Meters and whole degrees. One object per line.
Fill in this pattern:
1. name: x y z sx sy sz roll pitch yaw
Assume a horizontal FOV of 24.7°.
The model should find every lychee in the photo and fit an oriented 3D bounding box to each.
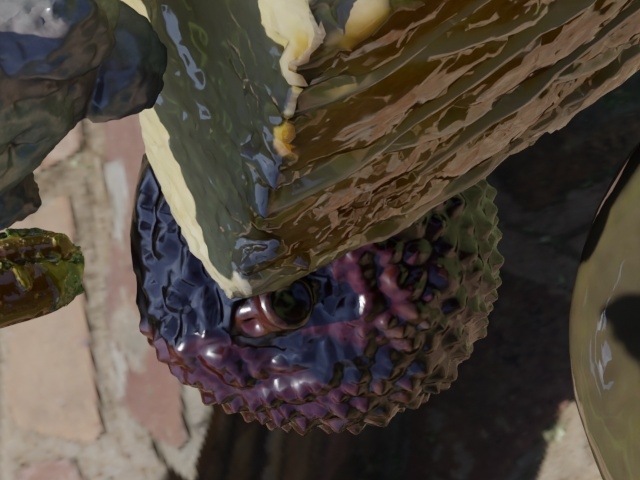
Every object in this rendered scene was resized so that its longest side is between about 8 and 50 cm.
1. lychee: 0.000 0.000 1.125 0.306 0.330 0.306 6 112 15

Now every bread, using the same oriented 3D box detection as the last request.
1. bread: 0.054 -0.204 0.780 0.279 0.390 0.371 49 159 15

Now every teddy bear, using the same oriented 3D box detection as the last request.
1. teddy bear: -0.197 -0.042 0.649 0.151 0.236 0.267 37 88 14

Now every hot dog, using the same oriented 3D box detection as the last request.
1. hot dog: -0.364 0.045 1.438 0.115 0.269 0.072 50 149 45

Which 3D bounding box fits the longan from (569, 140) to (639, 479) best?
1. longan: 0.271 0.054 0.762 0.288 0.288 0.350 -13 57 38
